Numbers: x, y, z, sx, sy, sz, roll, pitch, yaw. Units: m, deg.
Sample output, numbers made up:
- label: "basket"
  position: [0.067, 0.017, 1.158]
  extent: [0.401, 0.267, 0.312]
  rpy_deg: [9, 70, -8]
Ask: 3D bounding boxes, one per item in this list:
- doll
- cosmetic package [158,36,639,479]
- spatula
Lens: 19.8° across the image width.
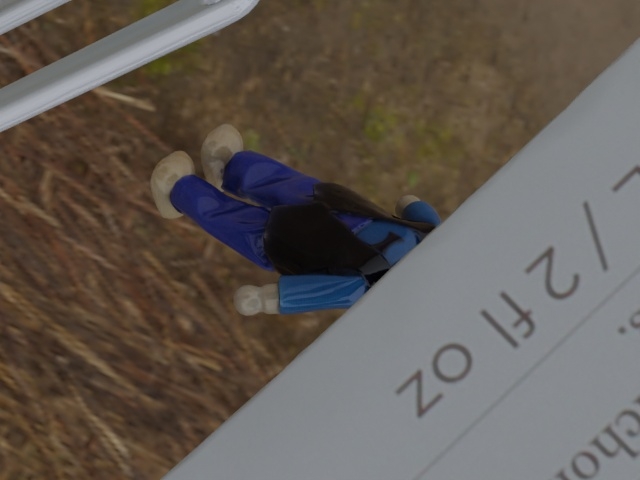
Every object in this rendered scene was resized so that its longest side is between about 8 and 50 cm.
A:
- label: "doll"
  position: [0.000, 0.000, 0.927]
  extent: [0.129, 0.189, 0.046]
  rpy_deg: [-33, 135, -39]
- label: "cosmetic package"
  position: [0.207, 0.166, 0.607]
  extent: [0.329, 0.393, 0.327]
  rpy_deg: [-44, 152, 0]
- label: "spatula"
  position: [-0.122, -0.048, 0.545]
  extent: [0.242, 0.168, 0.019]
  rpy_deg: [-23, 122, 12]
